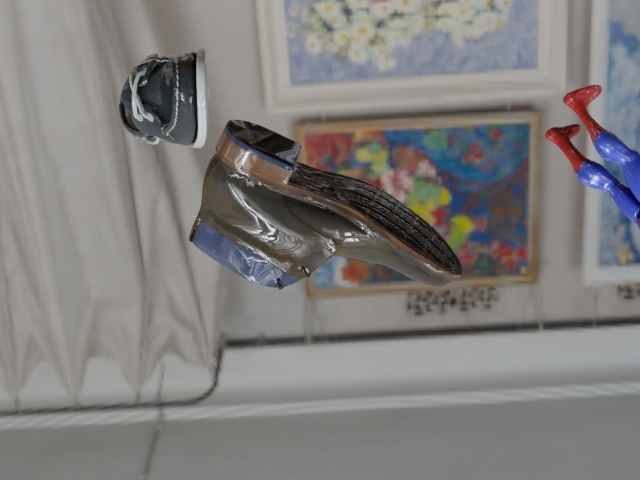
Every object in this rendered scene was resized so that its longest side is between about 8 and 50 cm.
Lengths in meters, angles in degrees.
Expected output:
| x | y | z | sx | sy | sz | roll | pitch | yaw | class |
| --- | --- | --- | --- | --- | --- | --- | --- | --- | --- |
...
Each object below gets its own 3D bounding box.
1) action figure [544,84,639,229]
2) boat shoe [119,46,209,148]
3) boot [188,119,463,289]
| x | y | z | sx | sy | sz | roll | pitch | yaw | class |
| --- | --- | --- | --- | --- | --- | --- | --- | --- | --- |
| 0.362 | -0.041 | 1.132 | 0.139 | 0.091 | 0.280 | -13 | -124 | -23 | action figure |
| -0.184 | -0.160 | 1.297 | 0.091 | 0.114 | 0.302 | 1 | 177 | -13 | boat shoe |
| 0.000 | 0.000 | 0.900 | 0.219 | 0.106 | 0.082 | 31 | -157 | 1 | boot |
